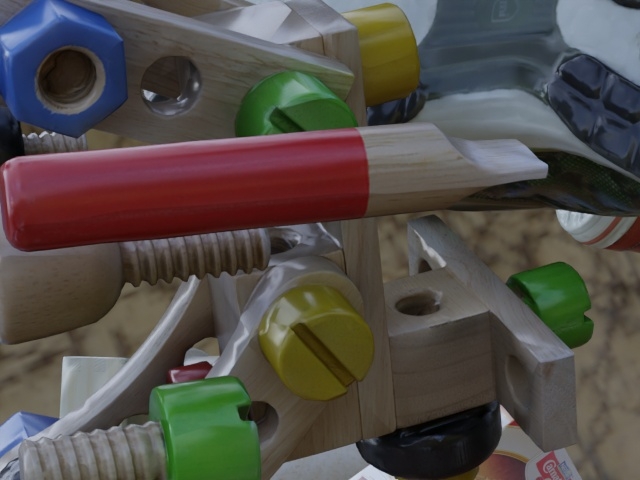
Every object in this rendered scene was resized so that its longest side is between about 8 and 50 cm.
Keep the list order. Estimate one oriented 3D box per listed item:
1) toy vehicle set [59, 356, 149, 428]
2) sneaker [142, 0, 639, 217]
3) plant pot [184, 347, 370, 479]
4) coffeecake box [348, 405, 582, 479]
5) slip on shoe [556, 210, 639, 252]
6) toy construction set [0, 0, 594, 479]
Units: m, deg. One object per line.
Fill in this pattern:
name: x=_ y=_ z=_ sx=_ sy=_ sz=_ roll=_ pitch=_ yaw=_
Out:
toy vehicle set: x=-0.094 y=0.200 z=0.939 sx=0.035 sy=0.266 sz=0.166 roll=-1 pitch=-9 yaw=17
sneaker: x=0.137 y=-0.067 z=0.718 sx=0.410 sy=0.158 sz=0.182 roll=10 pitch=-9 yaw=30
plant pot: x=0.018 y=0.255 z=1.916 sx=0.306 sy=0.333 sz=0.334 roll=-12 pitch=-2 yaw=16
coffeecake box: x=0.115 y=0.218 z=1.399 sx=0.185 sy=0.142 sz=0.068 roll=-35 pitch=30 yaw=-7
slip on shoe: x=0.213 y=-0.110 z=1.147 sx=0.101 sy=0.331 sz=0.123 roll=22 pitch=-49 yaw=-15
toy construction set: x=0.000 y=0.000 z=0.587 sx=0.237 sy=0.257 sz=0.309 roll=-6 pitch=0 yaw=-15
